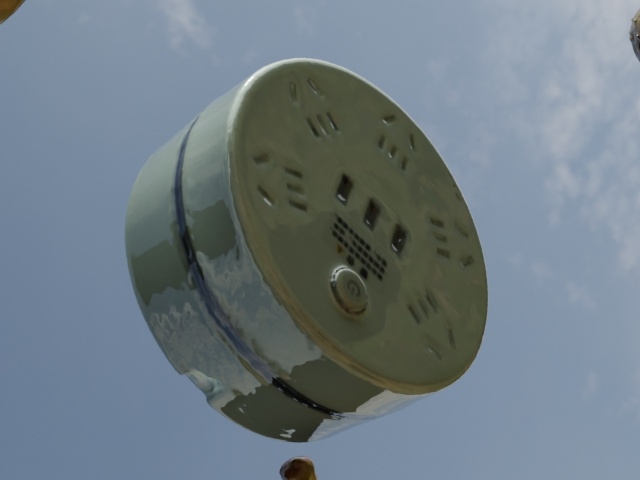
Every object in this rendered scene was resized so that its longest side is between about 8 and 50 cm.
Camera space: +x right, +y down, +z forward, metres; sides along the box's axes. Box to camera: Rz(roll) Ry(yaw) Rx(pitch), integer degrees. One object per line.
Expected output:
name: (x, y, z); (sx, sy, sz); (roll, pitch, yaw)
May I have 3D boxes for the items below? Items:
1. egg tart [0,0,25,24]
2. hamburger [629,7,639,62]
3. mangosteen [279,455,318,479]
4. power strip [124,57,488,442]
egg tart: (-0.232, -0.234, 0.457); (0.150, 0.352, 0.351); (16, -89, -67)
hamburger: (0.375, -0.161, 0.974); (0.113, 0.185, 0.177); (-36, -9, 5)
mangosteen: (-0.015, 0.312, 0.969); (0.261, 0.236, 0.235); (-83, -26, -45)
power strip: (0.000, 0.000, 0.998); (0.358, 0.161, 0.357); (27, -133, -34)
